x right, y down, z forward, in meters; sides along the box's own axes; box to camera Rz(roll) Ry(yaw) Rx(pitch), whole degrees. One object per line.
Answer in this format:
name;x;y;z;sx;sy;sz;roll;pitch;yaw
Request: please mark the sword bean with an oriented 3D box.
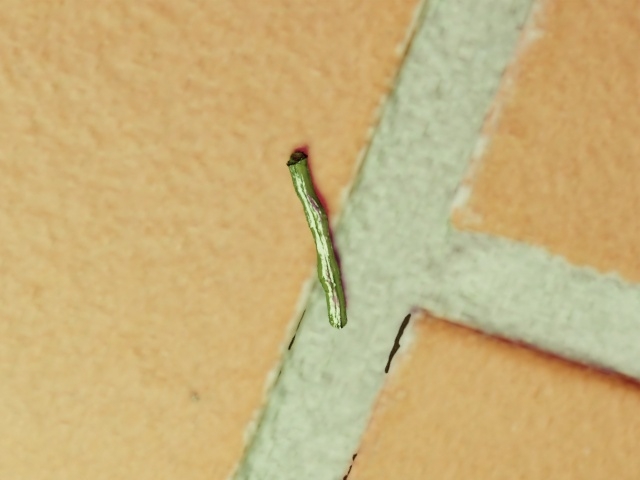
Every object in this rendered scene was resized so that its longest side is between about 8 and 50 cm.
sword bean;0.000;0.000;0.885;0.012;0.012;0.083;-16;107;-4
